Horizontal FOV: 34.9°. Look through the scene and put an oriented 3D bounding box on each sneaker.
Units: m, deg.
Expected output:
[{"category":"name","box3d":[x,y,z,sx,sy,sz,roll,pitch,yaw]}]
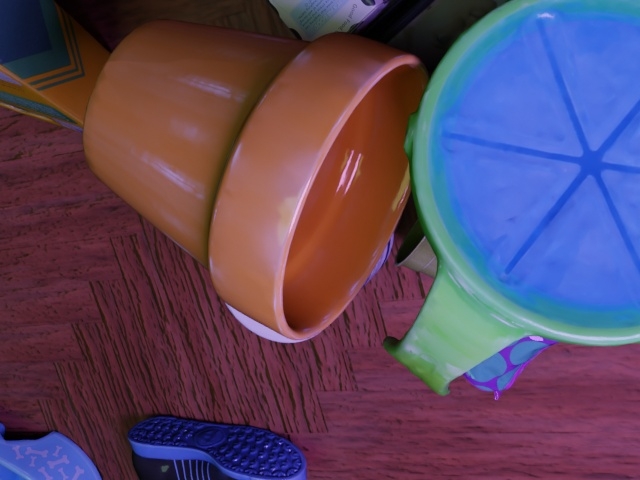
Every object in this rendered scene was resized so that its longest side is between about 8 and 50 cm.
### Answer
[{"category":"sneaker","box3d":[-0.111,0.260,1.134,0.232,0.081,0.090,6,118,32]}]

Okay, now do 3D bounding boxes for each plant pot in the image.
[{"category":"plant pot","box3d":[-0.052,-0.062,0.707,0.188,0.205,0.205,25,121,19]},{"category":"plant pot","box3d":[0.121,0.009,0.903,0.079,0.083,0.083,34,124,-6]}]

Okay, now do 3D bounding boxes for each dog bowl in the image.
[{"category":"dog bowl","box3d":[-0.418,0.296,1.305,0.297,0.074,0.165,27,122,15]}]

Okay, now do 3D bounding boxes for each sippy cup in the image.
[{"category":"sippy cup","box3d":[0.173,-0.037,0.735,0.306,0.224,0.240,-15,83,-1]}]

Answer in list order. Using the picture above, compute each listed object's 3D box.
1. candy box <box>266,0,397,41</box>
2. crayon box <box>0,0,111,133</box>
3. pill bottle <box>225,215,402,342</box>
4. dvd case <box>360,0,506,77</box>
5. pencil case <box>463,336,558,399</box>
[{"category":"candy box","box3d":[-0.008,-0.251,0.789,0.196,0.165,0.070,50,126,-1]},{"category":"crayon box","box3d":[-0.325,-0.193,0.930,0.203,0.323,0.083,19,84,10]},{"category":"pill bottle","box3d":[0.000,0.000,0.887,0.112,0.187,0.112,11,117,22]},{"category":"dvd case","box3d":[0.100,-0.131,0.797,0.253,0.180,0.022,-38,55,35]},{"category":"pencil case","box3d":[0.190,0.075,0.899,0.070,0.064,0.152,52,125,6]}]
